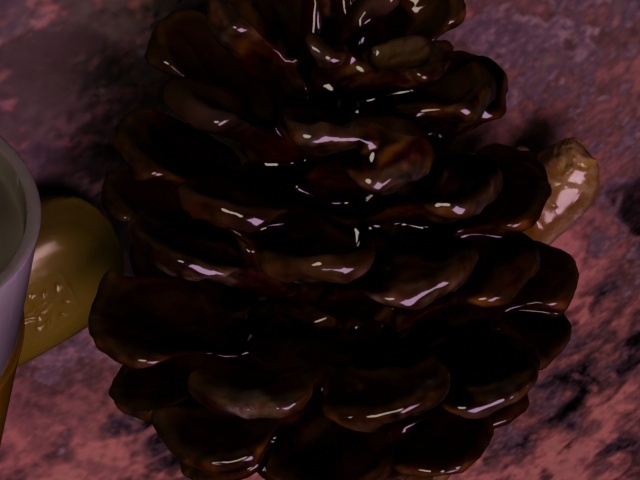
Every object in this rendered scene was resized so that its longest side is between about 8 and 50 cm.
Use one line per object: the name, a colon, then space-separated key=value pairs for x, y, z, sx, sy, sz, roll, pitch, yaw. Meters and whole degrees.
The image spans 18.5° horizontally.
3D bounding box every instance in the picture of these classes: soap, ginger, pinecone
soap: x=-0.165 y=0.030 z=0.997 sx=0.140 sy=0.045 sz=0.089 roll=-28 pitch=135 yaw=-7
ginger: x=0.078 y=0.059 z=1.177 sx=0.118 sy=0.065 sz=0.298 roll=-5 pitch=135 yaw=-25
pinecone: x=0.000 y=0.000 z=0.956 sx=0.244 sy=0.244 sz=0.309 roll=-19 pitch=122 yaw=-18

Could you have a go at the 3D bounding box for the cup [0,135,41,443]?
cup: x=-0.248 y=0.054 z=0.875 sx=0.241 sy=0.185 sz=0.226 roll=14 pitch=127 yaw=6
